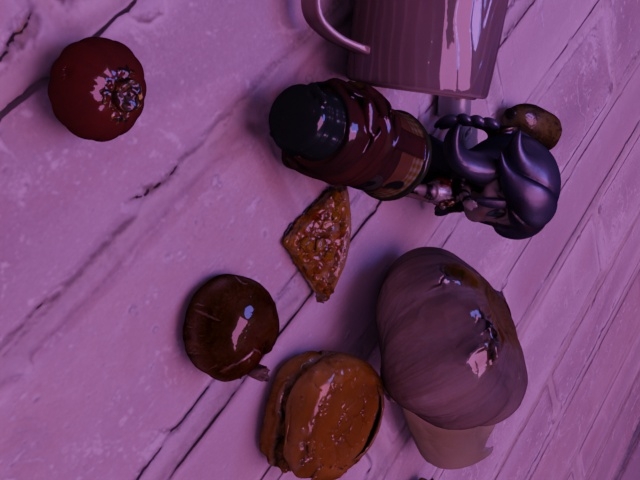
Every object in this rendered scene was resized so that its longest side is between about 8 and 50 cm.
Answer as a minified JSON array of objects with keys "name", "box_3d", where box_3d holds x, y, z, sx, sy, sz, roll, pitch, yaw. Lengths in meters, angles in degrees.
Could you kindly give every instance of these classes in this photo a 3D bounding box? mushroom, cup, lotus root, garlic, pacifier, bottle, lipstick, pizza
[{"name":"mushroom","box_3d":[-0.106,0.125,0.993,0.135,0.080,0.171,-43,131,-20]},{"name":"cup","box_3d":[0.134,-0.335,1.014,0.288,0.208,0.273,-13,114,-57]},{"name":"lotus root","box_3d":[0.417,-0.220,1.513,0.179,0.089,0.081,12,64,-46]},{"name":"garlic","box_3d":[0.209,0.158,1.251,0.322,0.240,0.322,-2,90,-69]},{"name":"pacifier","box_3d":[0.283,-0.145,1.353,0.127,0.116,0.150,-40,130,-56]},{"name":"bottle","box_3d":[0.031,-0.138,1.024,0.156,0.143,0.271,-41,153,23]},{"name":"lipstick","box_3d":[0.226,-0.331,1.256,0.059,0.059,0.264,-23,120,-45]},{"name":"pizza","box_3d":[0.000,0.000,1.110,0.131,0.041,0.178,18,88,-51]}]

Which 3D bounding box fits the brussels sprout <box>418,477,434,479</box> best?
[{"name":"brussels sprout","box_3d":[0.202,0.562,1.532,0.181,0.100,0.139,-50,157,-43]}]

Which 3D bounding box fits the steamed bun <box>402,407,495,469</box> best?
[{"name":"steamed bun","box_3d":[0.262,0.316,1.451,0.200,0.170,0.226,-52,139,-34]}]

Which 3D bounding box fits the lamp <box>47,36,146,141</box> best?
[{"name":"lamp","box_3d":[-0.215,-0.146,0.745,0.101,0.090,0.101,-29,128,-45]}]

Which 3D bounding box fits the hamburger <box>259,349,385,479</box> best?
[{"name":"hamburger","box_3d":[0.006,0.261,1.167,0.213,0.108,0.214,-17,115,-42]}]

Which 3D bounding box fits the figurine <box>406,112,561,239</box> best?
[{"name":"figurine","box_3d":[0.253,-0.101,1.231,0.265,0.175,0.197,25,104,-19]}]
